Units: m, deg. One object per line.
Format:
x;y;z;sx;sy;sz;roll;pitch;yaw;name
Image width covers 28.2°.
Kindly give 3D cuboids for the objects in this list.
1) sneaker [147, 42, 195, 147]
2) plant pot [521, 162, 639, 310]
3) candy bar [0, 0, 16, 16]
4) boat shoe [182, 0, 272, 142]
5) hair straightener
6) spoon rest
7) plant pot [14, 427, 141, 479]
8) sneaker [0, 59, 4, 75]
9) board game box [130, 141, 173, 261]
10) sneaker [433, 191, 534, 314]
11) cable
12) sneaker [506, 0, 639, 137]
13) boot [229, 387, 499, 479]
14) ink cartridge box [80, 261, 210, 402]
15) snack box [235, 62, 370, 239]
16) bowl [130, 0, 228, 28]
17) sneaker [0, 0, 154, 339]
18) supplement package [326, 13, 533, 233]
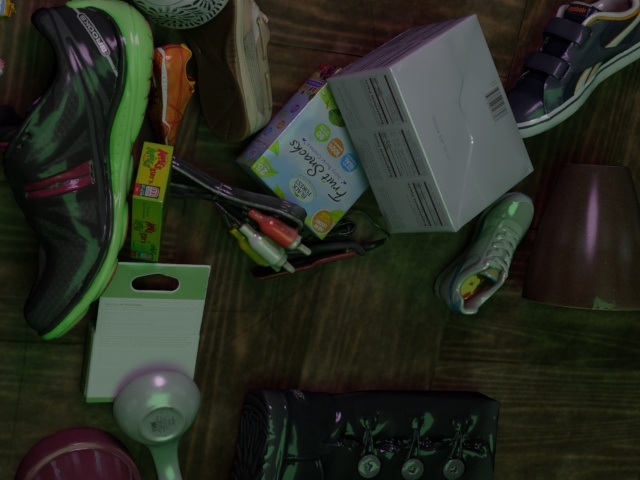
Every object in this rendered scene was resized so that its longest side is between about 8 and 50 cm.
-0.210;-0.201;1.835;0.067;0.064;0.175;-15;137;-28;sneaker
0.452;-0.012;2.122;0.215;0.215;0.230;2;95;-22;plant pot
-0.495;-0.313;1.724;0.161;0.018;0.040;-9;113;-17;candy bar
-0.127;-0.297;1.837;0.098;0.109;0.302;-33;121;-49;boat shoe
0.000;0.000;2.019;0.230;0.047;0.089;-10;111;-12;hair straightener
-0.249;0.313;2.010;0.137;0.084;0.276;-11;123;-12;spoon rest
-0.362;0.417;1.965;0.201;0.180;0.201;-7;112;-19;plant pot
-0.460;-0.211;1.757;0.070;0.051;0.134;-19;112;-8;sneaker
-0.242;-0.053;1.823;0.043;0.092;0.181;9;152;-4;board game box
0.287;0.025;2.119;0.087;0.092;0.228;32;95;-27;sneaker
-0.137;-0.047;1.886;0.287;0.139;0.072;30;57;-21;cable
0.391;-0.295;2.020;0.321;0.126;0.127;-39;123;-16;sneaker
0.072;0.421;2.171;0.445;0.146;0.367;4;110;-27;boot
-0.270;0.136;1.962;0.171;0.056;0.235;3;108;-22;ink cartridge box
0.003;-0.136;1.945;0.207;0.070;0.174;-49;119;-6;snack box
-0.204;-0.369;1.722;0.170;0.080;0.170;2;102;11;bowl
-0.364;-0.102;1.784;0.202;0.185;0.482;8;97;-17;sneaker
0.167;-0.172;1.905;0.204;0.145;0.261;-36;111;-35;supplement package
